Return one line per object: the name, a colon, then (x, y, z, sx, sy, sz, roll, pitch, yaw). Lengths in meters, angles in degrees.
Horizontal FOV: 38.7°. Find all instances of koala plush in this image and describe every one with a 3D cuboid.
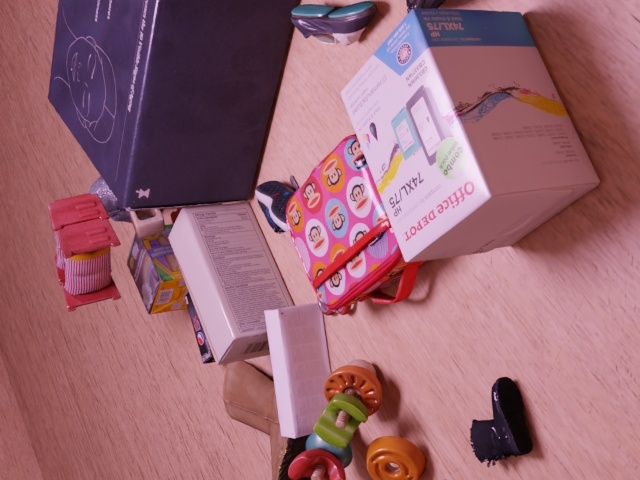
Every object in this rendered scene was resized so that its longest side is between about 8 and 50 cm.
koala plush: (-0.470, -0.174, 2.232, 0.196, 0.203, 0.221, -32, 58, 53)

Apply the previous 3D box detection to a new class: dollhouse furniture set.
dollhouse furniture set: (-0.388, -0.008, 1.975, 0.201, 0.374, 0.152, 102, 146, -51)

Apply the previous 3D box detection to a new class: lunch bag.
lunch bag: (0.073, -0.013, 1.499, 0.293, 0.120, 0.258, -44, 63, 52)

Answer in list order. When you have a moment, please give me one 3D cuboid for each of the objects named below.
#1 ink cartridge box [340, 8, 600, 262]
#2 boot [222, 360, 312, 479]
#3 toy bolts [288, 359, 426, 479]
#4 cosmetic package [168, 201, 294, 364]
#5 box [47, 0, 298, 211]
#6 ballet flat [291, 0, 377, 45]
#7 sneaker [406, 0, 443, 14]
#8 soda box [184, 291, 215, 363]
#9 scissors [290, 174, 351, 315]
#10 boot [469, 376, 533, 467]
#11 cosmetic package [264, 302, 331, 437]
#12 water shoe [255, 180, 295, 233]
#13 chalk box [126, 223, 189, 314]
ink cartridge box: (0.192, -0.138, 1.213, 0.198, 0.197, 0.270, -44, 60, 51)
boot: (-0.111, 0.385, 1.872, 0.269, 0.089, 0.236, 10, 92, 55)
toy bolts: (0.070, 0.338, 1.588, 0.218, 0.158, 0.228, 35, 124, -2)
cosmetic package: (-0.176, 0.081, 1.842, 0.113, 0.160, 0.309, -56, 50, 45)
box: (-0.322, -0.389, 1.852, 0.472, 0.297, 0.480, 49, 133, 42)
ballet flat: (0.030, -0.366, 1.544, 0.203, 0.074, 0.074, 14, 108, 48)
sneaker: (0.194, -0.377, 1.253, 0.286, 0.130, 0.109, 163, 106, -79)
soda box: (-0.253, 0.190, 2.065, 0.053, 0.060, 0.169, -41, 62, 50)
scissors: (0.000, 0.000, 1.690, 0.109, 0.021, 0.297, -37, 63, 60)
boot: (0.256, 0.266, 1.333, 0.099, 0.045, 0.121, -34, 68, 57)
cosmetic package: (-0.037, 0.242, 1.717, 0.060, 0.099, 0.239, -11, 86, 56)
water shoe: (-0.063, -0.049, 1.722, 0.203, 0.073, 0.080, -128, 20, -59)
chalk box: (-0.367, 0.047, 2.149, 0.213, 0.132, 0.132, 61, 142, 31)
